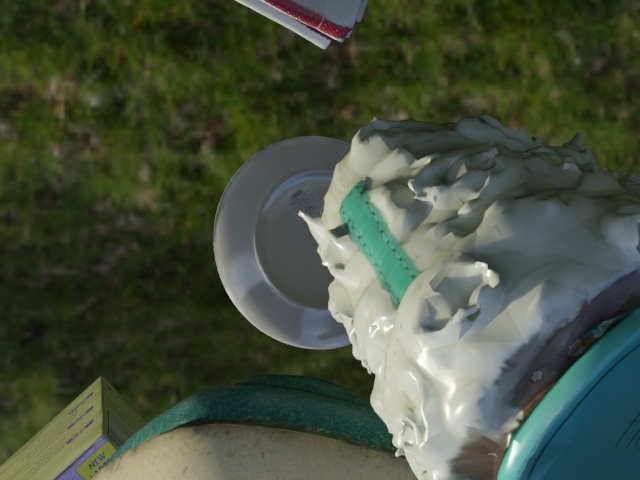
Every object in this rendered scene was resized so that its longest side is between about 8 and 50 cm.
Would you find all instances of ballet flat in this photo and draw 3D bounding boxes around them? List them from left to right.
[{"bbox_3d":[0.138,0.041,0.548,0.147,0.147,0.409,-6,161,34],"label":"ballet flat"}]

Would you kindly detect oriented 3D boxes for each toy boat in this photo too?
[{"bbox_3d":[0.023,0.162,0.806,0.318,0.148,0.267,18,147,-19],"label":"toy boat"}]

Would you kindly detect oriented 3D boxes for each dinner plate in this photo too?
[{"bbox_3d":[0.000,0.000,0.955,0.141,0.141,0.017,3,171,-18],"label":"dinner plate"}]

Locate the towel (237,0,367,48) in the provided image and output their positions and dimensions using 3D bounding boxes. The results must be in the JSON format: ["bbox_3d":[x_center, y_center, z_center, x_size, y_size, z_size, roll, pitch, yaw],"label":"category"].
[{"bbox_3d":[-0.029,-0.317,0.945,0.237,0.329,0.037,26,162,-20],"label":"towel"}]

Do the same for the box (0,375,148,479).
[{"bbox_3d":[-0.277,0.286,1.599,0.213,0.117,0.243,-42,-168,-1],"label":"box"}]
